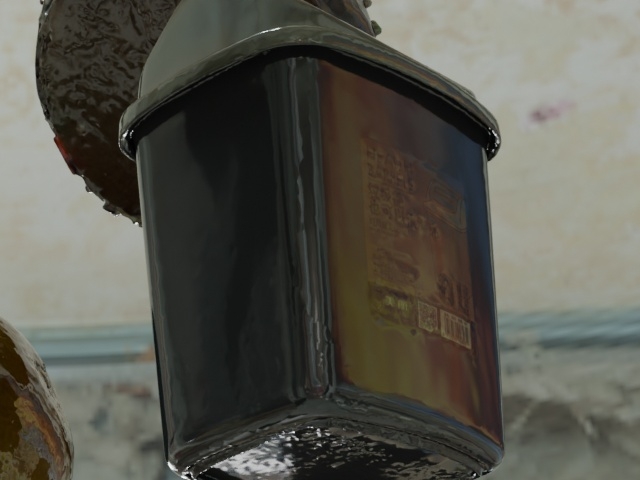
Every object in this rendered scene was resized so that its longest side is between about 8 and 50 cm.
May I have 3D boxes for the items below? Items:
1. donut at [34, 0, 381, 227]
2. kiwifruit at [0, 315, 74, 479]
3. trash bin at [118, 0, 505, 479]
[{"bbox_3d":[-0.077,-0.123,1.380,0.269,0.103,0.270,6,-62,11],"label":"donut"},{"bbox_3d":[-0.286,0.144,1.276,0.234,0.196,0.196,-20,-36,-8],"label":"kiwifruit"},{"bbox_3d":[0.000,0.000,1.106,0.182,0.290,0.209,-24,-32,35],"label":"trash bin"}]
